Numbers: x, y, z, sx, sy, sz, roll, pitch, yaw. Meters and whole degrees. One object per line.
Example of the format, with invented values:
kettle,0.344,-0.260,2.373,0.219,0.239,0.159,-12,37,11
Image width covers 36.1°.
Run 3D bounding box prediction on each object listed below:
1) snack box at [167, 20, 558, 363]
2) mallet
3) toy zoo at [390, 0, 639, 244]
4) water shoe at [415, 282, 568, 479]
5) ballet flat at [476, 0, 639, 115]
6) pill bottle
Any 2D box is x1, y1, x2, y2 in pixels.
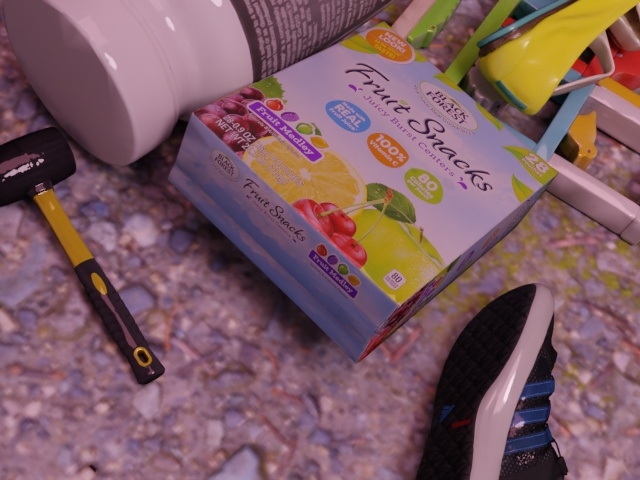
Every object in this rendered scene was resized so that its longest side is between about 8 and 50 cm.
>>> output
snack box,0.034,-0.044,0.654,0.174,0.070,0.207,43,45,12
mallet,-0.164,0.013,0.631,0.062,0.039,0.189,-20,71,-23
toy zoo,0.205,-0.122,0.782,0.293,0.030,0.192,33,60,7
water shoe,0.116,0.122,0.620,0.080,0.073,0.203,39,57,-20
ballet flat,0.216,-0.169,0.759,0.231,0.077,0.077,-36,95,-24
pill bottle,-0.066,-0.181,0.683,0.162,0.162,0.278,43,61,13
